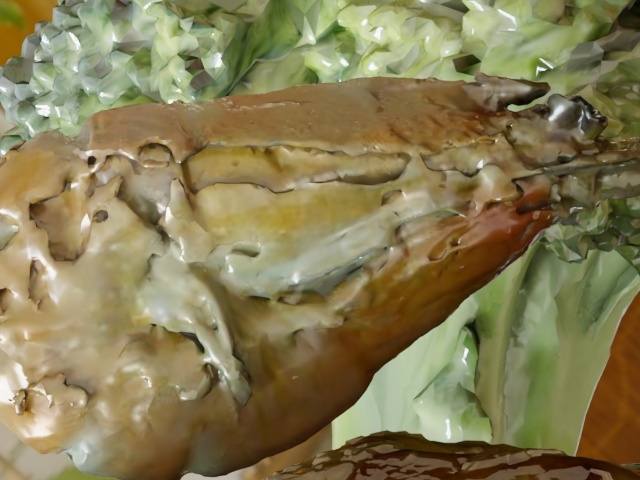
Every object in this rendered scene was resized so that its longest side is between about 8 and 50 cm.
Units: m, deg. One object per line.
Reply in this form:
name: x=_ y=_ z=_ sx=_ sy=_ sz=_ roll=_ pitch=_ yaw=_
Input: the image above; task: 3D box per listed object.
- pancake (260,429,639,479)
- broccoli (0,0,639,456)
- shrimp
pancake: x=0.072 y=0.084 z=0.469 sx=0.387 sy=0.082 sz=0.387 roll=-8 pitch=-5 yaw=-1
broccoli: x=0.059 y=-0.030 z=0.709 sx=0.249 sy=0.375 sz=0.302 roll=109 pitch=167 yaw=-60
shrimp: x=0.000 y=0.000 z=0.442 sx=0.184 sy=0.091 sz=0.043 roll=-19 pitch=4 yaw=-11
